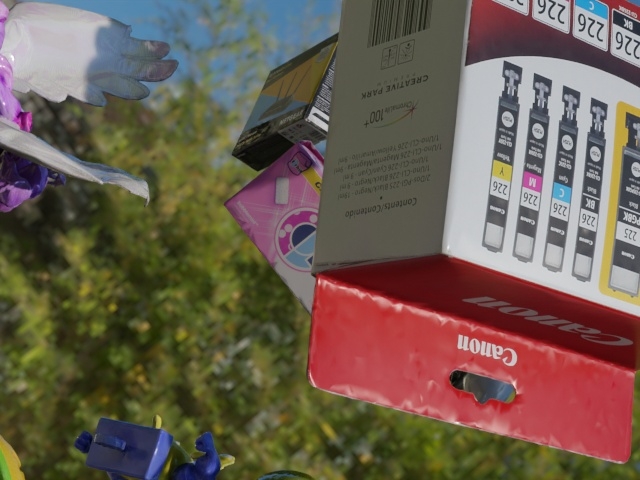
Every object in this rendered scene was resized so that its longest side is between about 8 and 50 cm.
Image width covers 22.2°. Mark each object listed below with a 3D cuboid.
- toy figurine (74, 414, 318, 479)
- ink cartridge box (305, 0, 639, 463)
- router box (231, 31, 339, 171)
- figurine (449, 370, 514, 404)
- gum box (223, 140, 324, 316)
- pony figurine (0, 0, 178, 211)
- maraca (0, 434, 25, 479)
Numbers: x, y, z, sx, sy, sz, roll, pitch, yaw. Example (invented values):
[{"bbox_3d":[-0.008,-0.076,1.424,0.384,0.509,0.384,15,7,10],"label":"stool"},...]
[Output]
[{"bbox_3d":[-0.196,0.308,2.000,0.363,0.191,0.217,8,-26,38],"label":"toy figurine"},{"bbox_3d":[0.156,-0.012,1.051,0.309,0.271,0.130,16,-16,-36],"label":"ink cartridge box"},{"bbox_3d":[-0.026,-0.166,1.955,0.046,0.133,0.179,33,-27,-21],"label":"router box"},{"bbox_3d":[0.239,0.126,1.952,0.092,0.209,0.215,54,2,-9],"label":"figurine"},{"bbox_3d":[0.000,0.000,1.727,0.188,0.107,0.062,52,12,3],"label":"gum box"},{"bbox_3d":[-0.347,-0.121,1.604,0.351,0.363,0.302,24,30,-18],"label":"pony figurine"},{"bbox_3d":[-0.356,0.269,1.710,0.185,0.099,0.127,50,-51,29],"label":"maraca"}]
